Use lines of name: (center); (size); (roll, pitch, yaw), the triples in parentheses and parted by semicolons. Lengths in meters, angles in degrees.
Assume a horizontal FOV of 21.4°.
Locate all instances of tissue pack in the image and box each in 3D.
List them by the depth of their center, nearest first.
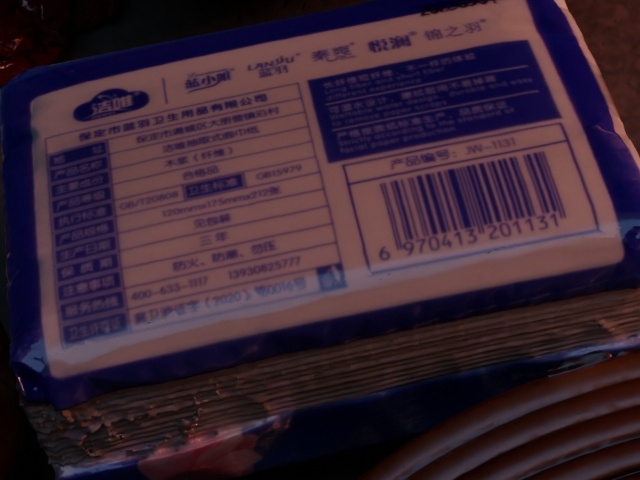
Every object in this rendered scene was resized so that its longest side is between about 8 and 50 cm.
tissue pack: (0.000, 0.000, 0.753); (0.270, 0.137, 0.209); (-13, 42, -3)

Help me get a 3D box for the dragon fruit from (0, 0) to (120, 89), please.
dragon fruit: (-0.172, -0.119, 0.893); (0.131, 0.063, 0.097); (-11, 59, 0)

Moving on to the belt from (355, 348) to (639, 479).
belt: (0.141, 0.158, 0.659); (0.339, 0.122, 0.217); (-17, 57, -3)

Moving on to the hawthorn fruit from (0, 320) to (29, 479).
hawthorn fruit: (-0.208, 0.086, 0.705); (0.207, 0.207, 0.243); (-28, 73, -10)
